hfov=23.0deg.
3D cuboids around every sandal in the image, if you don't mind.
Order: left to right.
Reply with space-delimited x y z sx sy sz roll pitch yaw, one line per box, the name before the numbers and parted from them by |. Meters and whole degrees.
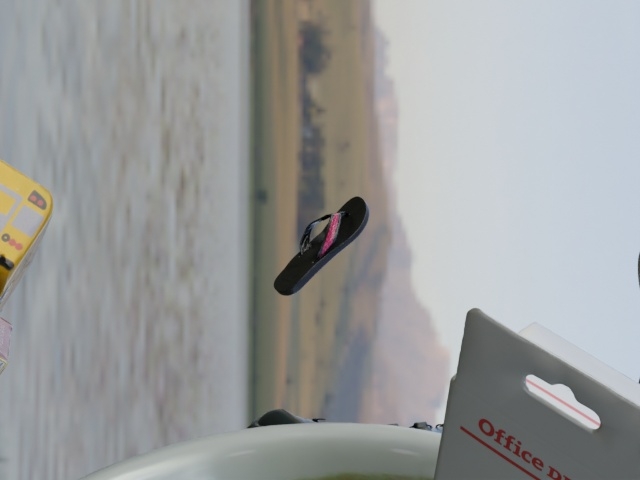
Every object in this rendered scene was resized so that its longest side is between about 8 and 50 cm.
sandal | 0.000 0.000 2.096 0.067 0.179 0.040 11 -39 54

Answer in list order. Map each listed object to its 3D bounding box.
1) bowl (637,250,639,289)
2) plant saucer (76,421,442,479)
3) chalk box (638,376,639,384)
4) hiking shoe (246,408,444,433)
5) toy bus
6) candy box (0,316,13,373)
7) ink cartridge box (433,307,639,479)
bowl | 0.368 0.024 1.457 0.142 0.142 0.053 64 0 -56
plant saucer | -0.012 0.239 0.698 0.400 0.400 0.101 -93 179 -58
chalk box | 0.432 0.216 1.617 0.289 0.179 0.180 -127 -144 -51
hiking shoe | 0.085 0.201 1.311 0.113 0.304 0.132 93 23 -43
toy bus | -0.381 0.018 1.742 0.130 0.108 0.332 -61 -173 -19
candy box | -0.352 0.153 1.428 0.187 0.053 0.109 -53 -165 6
ink cartridge box | 0.104 0.110 0.655 0.061 0.104 0.181 -29 138 -39
